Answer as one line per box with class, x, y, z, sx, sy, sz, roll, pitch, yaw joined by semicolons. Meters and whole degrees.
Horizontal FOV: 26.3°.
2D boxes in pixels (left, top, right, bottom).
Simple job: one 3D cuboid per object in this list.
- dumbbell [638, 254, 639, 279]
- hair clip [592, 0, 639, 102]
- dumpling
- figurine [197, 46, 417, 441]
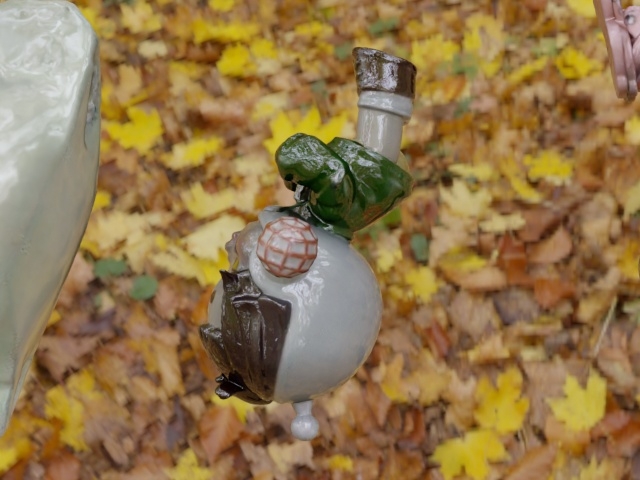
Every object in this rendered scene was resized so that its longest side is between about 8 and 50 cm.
dumbbell;0.350;0.040;1.259;0.100;0.191;0.100;1;100;8
hair clip;0.298;-0.216;1.386;0.102;0.123;0.138;21;84;17
dumpling;-0.187;-0.015;0.669;0.151;0.124;0.228;17;82;15
figurine;0.000;0.000;1.312;0.167;0.281;0.369;21;87;1
